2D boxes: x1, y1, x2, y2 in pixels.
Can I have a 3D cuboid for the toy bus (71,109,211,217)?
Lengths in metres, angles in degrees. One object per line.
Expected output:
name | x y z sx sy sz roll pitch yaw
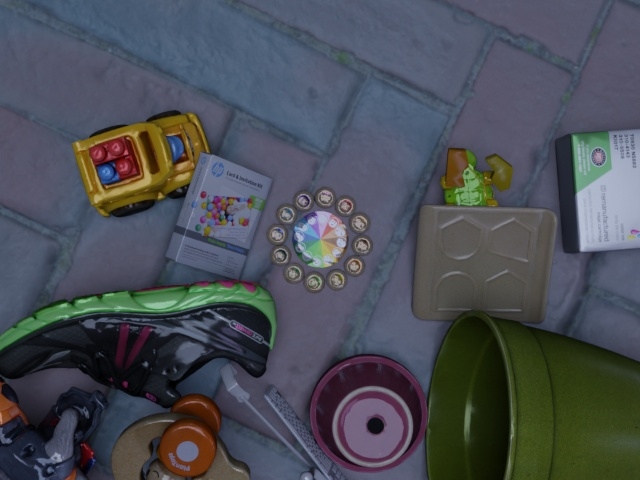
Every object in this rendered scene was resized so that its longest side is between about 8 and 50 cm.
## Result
toy bus | -0.295 -0.136 1.661 0.220 0.211 0.149 -18 88 -2

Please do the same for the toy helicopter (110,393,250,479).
toy helicopter | -0.195 0.428 1.546 0.235 0.140 0.355 -32 101 3

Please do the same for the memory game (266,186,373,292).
memory game | 0.000 0.000 1.758 0.186 0.012 0.186 0 89 0

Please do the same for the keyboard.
keyboard | -0.011 0.355 1.722 0.014 0.072 0.256 -38 89 4

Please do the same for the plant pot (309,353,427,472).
plant pot | 0.081 0.292 1.670 0.201 0.180 0.201 0 88 0

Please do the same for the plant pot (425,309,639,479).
plant pot | 0.392 0.307 1.614 0.353 0.366 0.367 6 89 -13

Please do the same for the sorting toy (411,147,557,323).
sorting toy | 0.277 -0.006 1.703 0.229 0.041 0.307 3 112 2

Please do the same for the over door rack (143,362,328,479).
over door rack | -0.142 0.399 1.651 0.239 0.108 0.324 -37 111 3

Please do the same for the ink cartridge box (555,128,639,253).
ink cartridge box | 0.553 -0.087 1.711 0.278 0.117 0.201 -4 89 -1

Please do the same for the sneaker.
sneaker | -0.309 0.183 1.669 0.482 0.185 0.202 -7 86 1

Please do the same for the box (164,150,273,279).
box | -0.169 -0.039 1.702 0.038 0.145 0.186 16 87 45

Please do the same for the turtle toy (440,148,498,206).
turtle toy | 0.251 -0.093 1.734 0.095 0.066 0.130 -5 88 2

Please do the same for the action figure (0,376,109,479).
action figure | -0.511 0.359 1.623 0.330 0.178 0.341 31 111 1
